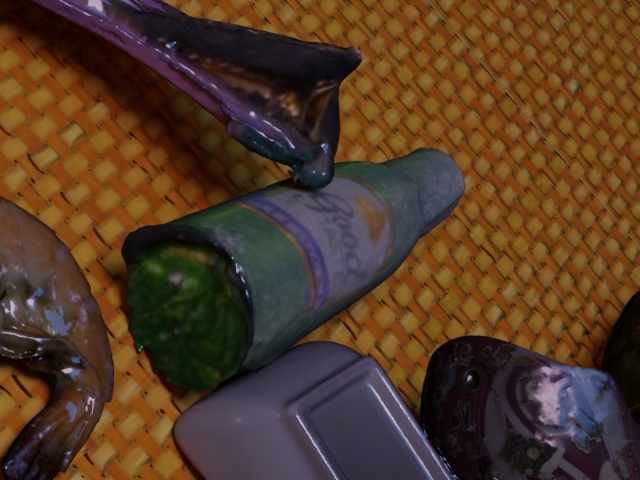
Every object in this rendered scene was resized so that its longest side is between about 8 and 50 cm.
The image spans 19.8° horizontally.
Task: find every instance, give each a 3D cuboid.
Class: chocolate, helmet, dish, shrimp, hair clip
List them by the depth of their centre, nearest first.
[{"bbox_3d":[-0.210,0.081,0.986,0.169,0.058,0.296,51,38,-6],"label":"shrimp"},{"bbox_3d":[0.026,0.160,1.125,0.151,0.077,0.212,-27,83,-49],"label":"dish"},{"bbox_3d":[-0.134,-0.155,1.163,0.358,0.095,0.110,27,56,1],"label":"hair clip"},{"bbox_3d":[0.138,0.151,1.189,0.177,0.153,0.107,32,61,-21],"label":"helmet"},{"bbox_3d":[0.000,0.000,1.198,0.291,0.110,0.110,-27,83,-51],"label":"chocolate"}]

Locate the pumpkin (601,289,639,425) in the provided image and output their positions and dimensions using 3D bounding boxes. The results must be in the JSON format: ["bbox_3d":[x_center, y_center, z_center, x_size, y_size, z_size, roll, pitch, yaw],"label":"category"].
[{"bbox_3d":[0.303,0.120,1.347,0.223,0.157,0.224,32,44,-38],"label":"pumpkin"}]
